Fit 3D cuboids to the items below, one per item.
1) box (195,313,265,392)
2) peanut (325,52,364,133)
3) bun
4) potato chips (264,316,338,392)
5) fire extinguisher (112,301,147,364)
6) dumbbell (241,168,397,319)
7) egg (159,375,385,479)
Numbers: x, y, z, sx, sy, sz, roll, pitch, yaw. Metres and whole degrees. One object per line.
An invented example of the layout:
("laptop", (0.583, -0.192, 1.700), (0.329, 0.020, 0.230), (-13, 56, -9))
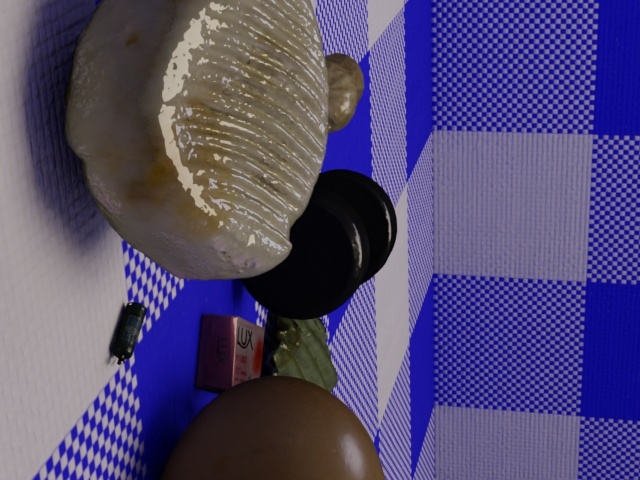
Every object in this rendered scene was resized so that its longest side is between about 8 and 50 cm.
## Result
("box", (-0.129, 0.168, 1.785), (0.156, 0.060, 0.111), (40, 52, -75))
("peanut", (0.017, -0.273, 2.209), (0.257, 0.123, 0.123), (-67, 156, -63))
("bun", (-0.140, -0.144, 1.316), (0.365, 0.219, 0.365), (-12, 104, -59))
("potato chips", (-0.045, 0.293, 2.171), (0.429, 0.070, 0.358), (73, 26, -53))
("fire extinguisher", (-0.224, 0.114, 1.429), (0.038, 0.025, 0.083), (114, -10, -53))
("dumbbell", (0.000, 0.000, 1.987), (0.322, 0.203, 0.204), (-33, 125, -74))
("egg", (-0.061, 0.345, 1.575), (0.374, 0.301, 0.301), (-76, 164, -52))
